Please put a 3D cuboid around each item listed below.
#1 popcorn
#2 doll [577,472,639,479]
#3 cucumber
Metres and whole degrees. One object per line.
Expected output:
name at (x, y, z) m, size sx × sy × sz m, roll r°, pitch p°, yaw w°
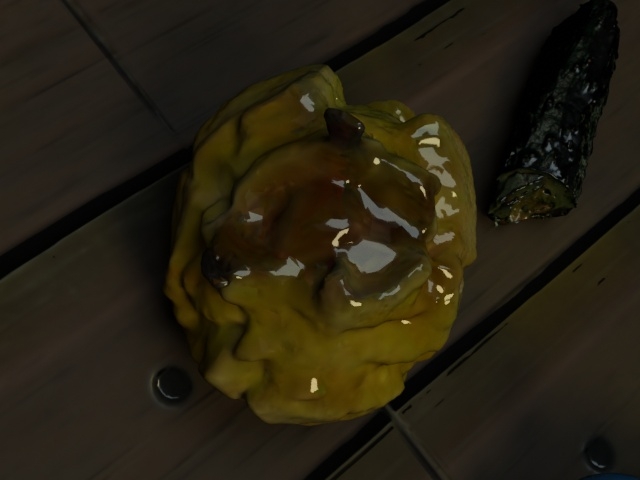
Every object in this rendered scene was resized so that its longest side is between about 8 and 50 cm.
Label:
popcorn at (0.000, 0.000, 0.540) m, size 0.148 × 0.152 × 0.167 m, roll -10°, pitch 72°, yaw 3°
doll at (0.263, 0.175, 0.584) m, size 0.363 × 0.145 × 0.199 m, roll 12°, pitch 25°, yaw -8°
cucumber at (0.141, -0.080, 0.679) m, size 0.053 × 0.053 × 0.181 m, roll 29°, pitch 58°, yaw -9°
